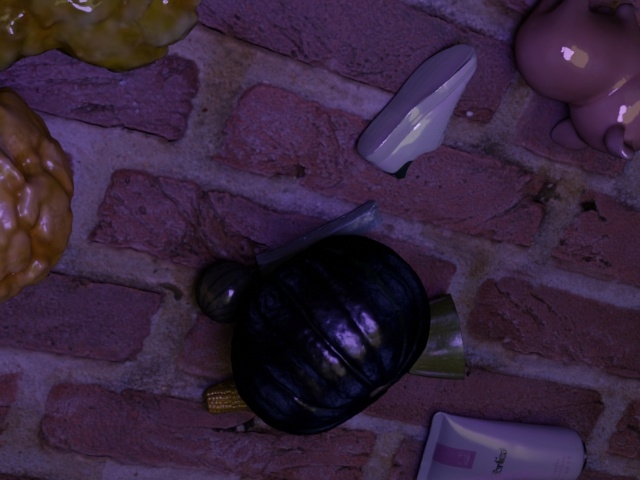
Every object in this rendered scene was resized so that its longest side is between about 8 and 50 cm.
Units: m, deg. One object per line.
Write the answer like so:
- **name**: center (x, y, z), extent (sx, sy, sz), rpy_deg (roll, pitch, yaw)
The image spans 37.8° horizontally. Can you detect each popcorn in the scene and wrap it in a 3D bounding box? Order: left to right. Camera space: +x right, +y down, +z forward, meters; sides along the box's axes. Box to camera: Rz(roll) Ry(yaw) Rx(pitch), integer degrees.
- **popcorn**: center (-0.523, -0.069, 1.277), extent (0.390, 0.354, 0.344), rpy_deg (5, 84, -1)
- **popcorn**: center (-0.313, -0.368, 1.259), extent (0.334, 0.293, 0.292), rpy_deg (3, 77, -22)

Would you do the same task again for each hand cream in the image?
- **hand cream**: center (0.387, 0.451, 1.991), extent (0.358, 0.118, 0.185), rpy_deg (5, 114, -16)

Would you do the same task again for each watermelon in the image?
- **watermelon**: center (-0.153, 0.081, 1.620), extent (0.133, 0.105, 0.105), rpy_deg (-41, 120, -6)

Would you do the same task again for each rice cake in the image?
- **rice cake**: center (0.000, 0.000, 1.678), extent (0.245, 0.042, 0.045), rpy_deg (-27, 124, -9)

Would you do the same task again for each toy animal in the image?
- **toy animal**: center (0.489, -0.287, 1.652), extent (0.326, 0.237, 0.269), rpy_deg (9, 100, -19)

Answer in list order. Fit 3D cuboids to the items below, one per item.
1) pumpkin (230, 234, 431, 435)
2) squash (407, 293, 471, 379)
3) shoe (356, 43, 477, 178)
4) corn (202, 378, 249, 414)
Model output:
- **pumpkin**: center (0.014, 0.160, 1.583), extent (0.363, 0.363, 0.266), rpy_deg (-42, 77, 0)
- **squash**: center (0.215, 0.191, 1.782), extent (0.123, 0.170, 0.170), rpy_deg (-10, 116, -4)
- **shoe**: center (0.185, -0.219, 1.631), extent (0.265, 0.095, 0.110), rpy_deg (-43, 126, 7)
- **corn**: center (-0.117, 0.275, 1.740), extent (0.206, 0.067, 0.067), rpy_deg (-13, 116, -13)
